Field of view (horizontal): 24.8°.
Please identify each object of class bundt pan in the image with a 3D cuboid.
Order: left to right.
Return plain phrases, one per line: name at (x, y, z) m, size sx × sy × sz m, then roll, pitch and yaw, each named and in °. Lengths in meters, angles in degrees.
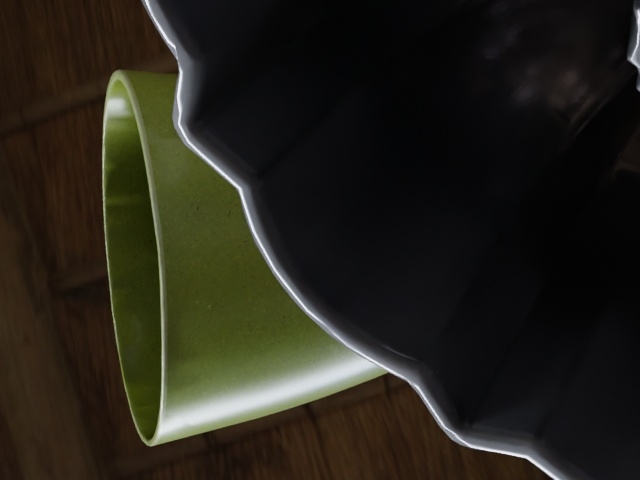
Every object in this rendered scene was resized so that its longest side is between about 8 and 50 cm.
bundt pan at (0.122, -0.075, 0.367) m, size 0.330 × 0.124 × 0.331 m, roll 17°, pitch -47°, yaw 20°

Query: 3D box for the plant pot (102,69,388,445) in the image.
plant pot at (0.000, 0.000, 1.105) m, size 0.293 × 0.275 × 0.275 m, roll -5°, pitch -64°, yaw -15°
